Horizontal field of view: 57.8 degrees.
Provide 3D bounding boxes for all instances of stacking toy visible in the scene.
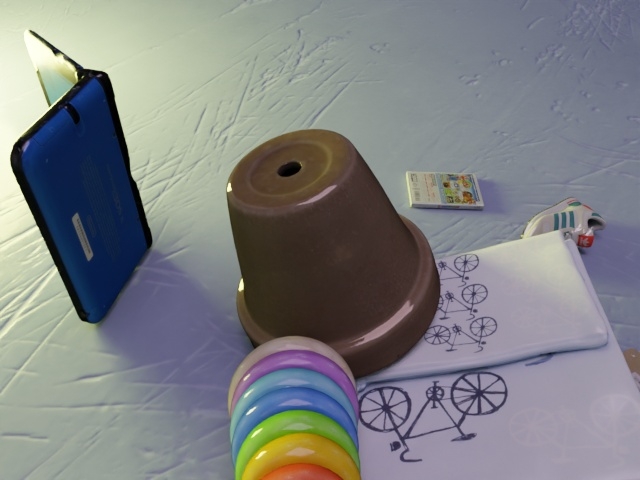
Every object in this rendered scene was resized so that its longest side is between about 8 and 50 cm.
[{"bbox_3d":[-0.020,0.191,0.481,0.141,0.141,0.330,-1,8,-4],"label":"stacking toy"}]

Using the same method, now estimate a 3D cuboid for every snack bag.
[{"bbox_3d":[0.174,0.143,0.667,0.323,0.037,0.342,-13,42,12],"label":"snack bag"}]

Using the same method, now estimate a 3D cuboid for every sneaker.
[{"bbox_3d":[0.375,-0.012,0.890,0.161,0.057,0.075,-26,46,-30],"label":"sneaker"}]

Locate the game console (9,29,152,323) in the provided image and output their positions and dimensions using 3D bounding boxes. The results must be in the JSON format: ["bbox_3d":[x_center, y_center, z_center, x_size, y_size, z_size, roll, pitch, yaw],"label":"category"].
[{"bbox_3d":[-0.341,-0.081,0.762,0.173,0.293,0.250,10,46,10],"label":"game console"}]

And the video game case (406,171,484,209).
[{"bbox_3d":[0.211,-0.086,0.991,0.122,0.011,0.087,2,44,0],"label":"video game case"}]

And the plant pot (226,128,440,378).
[{"bbox_3d":[0.000,0.000,0.695,0.263,0.229,0.263,-11,42,10],"label":"plant pot"}]

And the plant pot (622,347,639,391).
[{"bbox_3d":[0.342,0.188,0.659,0.109,0.096,0.109,-19,48,-21],"label":"plant pot"}]
